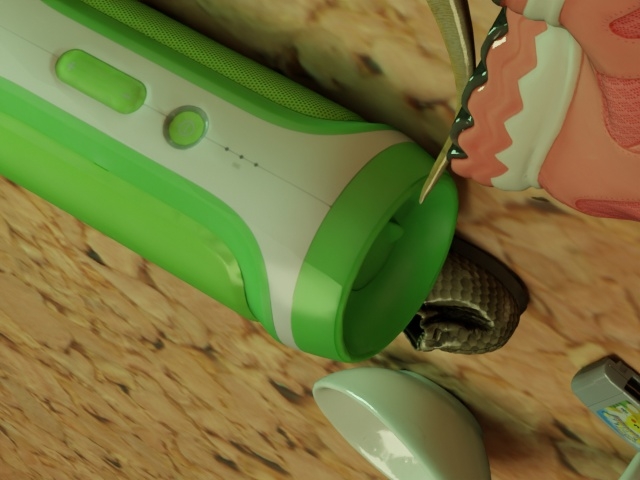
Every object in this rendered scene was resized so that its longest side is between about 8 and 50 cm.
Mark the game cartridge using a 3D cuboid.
[{"bbox_3d":[0.177,0.098,1.052,0.083,0.017,0.056,39,163,-2],"label":"game cartridge"}]

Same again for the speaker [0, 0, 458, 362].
[{"bbox_3d":[-0.078,-0.051,1.010,0.296,0.131,0.131,29,158,24],"label":"speaker"}]

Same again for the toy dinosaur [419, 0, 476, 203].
[{"bbox_3d":[0.042,-0.121,0.755,0.211,0.064,0.112,64,160,-11],"label":"toy dinosaur"}]

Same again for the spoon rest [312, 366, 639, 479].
[{"bbox_3d":[0.093,0.145,1.195,0.276,0.084,0.137,10,145,51],"label":"spoon rest"}]

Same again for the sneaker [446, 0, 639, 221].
[{"bbox_3d":[0.134,-0.081,0.651,0.136,0.116,0.314,26,165,6],"label":"sneaker"}]

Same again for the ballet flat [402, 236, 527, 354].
[{"bbox_3d":[0.000,0.000,1.079,0.250,0.058,0.084,29,157,24],"label":"ballet flat"}]
